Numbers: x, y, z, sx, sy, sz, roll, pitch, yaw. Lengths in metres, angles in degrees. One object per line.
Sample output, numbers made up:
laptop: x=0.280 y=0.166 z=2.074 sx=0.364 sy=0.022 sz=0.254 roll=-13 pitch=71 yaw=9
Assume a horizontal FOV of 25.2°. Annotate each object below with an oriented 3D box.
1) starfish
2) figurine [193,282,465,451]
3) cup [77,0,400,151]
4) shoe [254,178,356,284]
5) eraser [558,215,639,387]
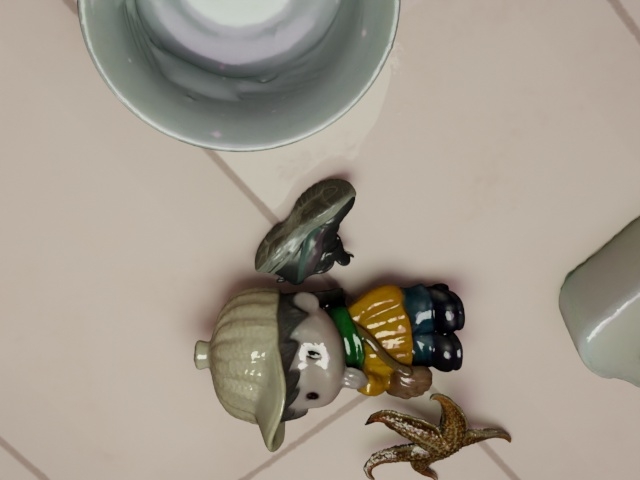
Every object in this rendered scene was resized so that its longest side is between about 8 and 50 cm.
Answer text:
starfish: x=0.165 y=0.271 z=1.943 sx=0.238 sy=0.057 sz=0.213 roll=4 pitch=142 yaw=-19
figurine: x=0.009 y=0.134 z=1.848 sx=0.332 sy=0.204 sz=0.185 roll=-18 pitch=121 yaw=-27
cup: x=-0.091 y=-0.289 z=1.599 sx=0.347 sy=0.163 sz=0.347 roll=-2 pitch=118 yaw=-3
shoe: x=0.000 y=0.000 z=1.813 sx=0.099 sy=0.071 sz=0.169 roll=37 pitch=113 yaw=-24
eraser: x=0.467 y=0.083 z=1.844 sx=0.331 sy=0.150 sz=0.331 roll=-1 pitch=118 yaw=-2
